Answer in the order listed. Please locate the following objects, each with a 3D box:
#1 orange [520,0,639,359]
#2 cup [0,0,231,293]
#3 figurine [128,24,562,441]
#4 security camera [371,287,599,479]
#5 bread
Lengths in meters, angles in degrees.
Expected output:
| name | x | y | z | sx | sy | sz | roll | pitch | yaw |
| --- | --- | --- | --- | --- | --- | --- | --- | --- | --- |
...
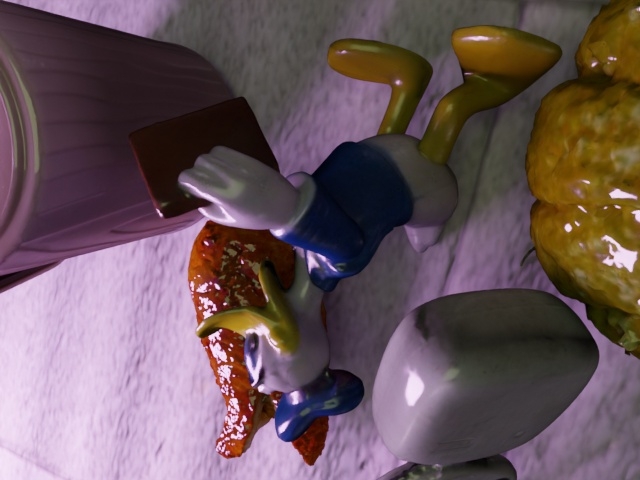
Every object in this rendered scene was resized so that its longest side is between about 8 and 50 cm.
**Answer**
| name | x | y | z | sx | sy | sz | roll | pitch | yaw |
| --- | --- | --- | --- | --- | --- | --- | --- | --- | --- |
| orange | 0.284 | -0.036 | 0.307 | 0.301 | 0.223 | 0.300 | 30 | 109 | 15 |
| cup | -0.254 | -0.079 | 0.469 | 0.288 | 0.273 | 0.208 | -20 | 94 | 19 |
| figurine | 0.000 | 0.000 | 0.384 | 0.205 | 0.284 | 0.338 | 17 | 98 | 54 |
| security camera | 0.103 | 0.163 | 0.418 | 0.157 | 0.080 | 0.301 | -3 | 128 | -17 |
| bread | -0.063 | 0.100 | 0.507 | 0.140 | 0.095 | 0.268 | -7 | 87 | 18 |
